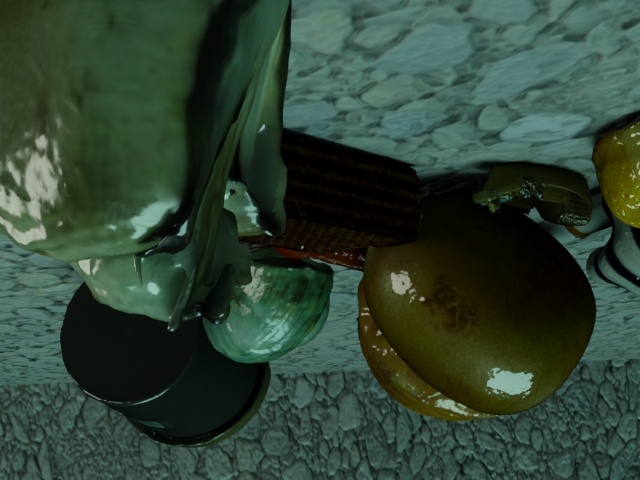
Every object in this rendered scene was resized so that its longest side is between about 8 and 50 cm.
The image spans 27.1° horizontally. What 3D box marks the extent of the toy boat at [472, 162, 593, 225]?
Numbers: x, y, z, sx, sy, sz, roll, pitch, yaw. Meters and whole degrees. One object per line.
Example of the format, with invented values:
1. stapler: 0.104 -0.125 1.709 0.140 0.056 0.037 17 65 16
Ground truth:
1. toy boat: 0.200 -0.041 1.230 0.149 0.048 0.047 6 166 -39

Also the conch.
1. conch: -0.052 0.068 1.478 0.176 0.122 0.188 -26 180 19

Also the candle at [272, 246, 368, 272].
1. candle: 0.000 0.000 1.381 0.051 0.048 0.329 -17 165 22

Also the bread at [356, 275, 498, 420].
1. bread: 0.122 0.113 1.437 0.139 0.229 0.143 -37 168 -16

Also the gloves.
1. gloves: 0.331 0.007 1.333 0.140 0.131 0.218 1 159 -13

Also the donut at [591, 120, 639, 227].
1. donut: 0.318 -0.058 1.118 0.174 0.074 0.190 -4 169 3

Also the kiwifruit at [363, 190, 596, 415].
1. kiwifruit: 0.148 0.053 1.282 0.234 0.196 0.196 42 163 -2

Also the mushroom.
1. mushroom: -0.099 -0.074 0.646 0.164 0.189 0.267 10 -166 5

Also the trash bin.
1. trash bin: -0.184 0.146 1.673 0.214 0.214 0.334 -6 161 13

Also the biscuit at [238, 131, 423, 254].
1. biscuit: -0.062 -0.045 1.072 0.107 0.073 0.388 -10 167 37
